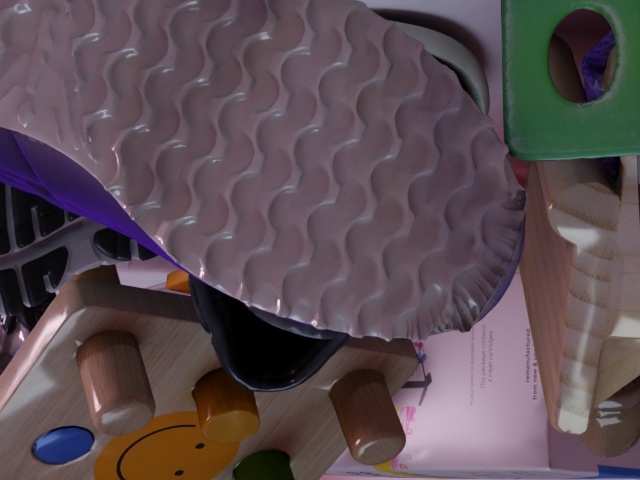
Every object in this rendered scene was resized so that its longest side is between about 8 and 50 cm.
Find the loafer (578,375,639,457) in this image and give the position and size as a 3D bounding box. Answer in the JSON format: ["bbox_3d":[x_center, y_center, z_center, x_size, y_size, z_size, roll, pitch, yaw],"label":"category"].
[{"bbox_3d":[0.130,0.047,0.856,0.056,0.050,0.148,9,-151,11],"label":"loafer"}]

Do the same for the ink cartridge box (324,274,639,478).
[{"bbox_3d":[0.108,0.096,1.415,0.233,0.168,0.171,-4,170,33],"label":"ink cartridge box"}]

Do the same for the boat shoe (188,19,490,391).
[{"bbox_3d":[-0.004,-0.001,0.927,0.127,0.113,0.340,13,160,-13],"label":"boat shoe"}]

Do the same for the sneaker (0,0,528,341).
[{"bbox_3d":[-0.066,-0.054,0.647,0.293,0.102,0.146,23,-179,5],"label":"sneaker"}]

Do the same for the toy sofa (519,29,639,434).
[{"bbox_3d":[0.264,-0.027,0.764,0.363,0.177,0.150,1,-151,0],"label":"toy sofa"}]

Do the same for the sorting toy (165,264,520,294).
[{"bbox_3d":[0.013,-0.015,1.141,0.196,0.047,0.348,18,159,-39],"label":"sorting toy"}]

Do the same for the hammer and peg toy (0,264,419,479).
[{"bbox_3d":[-0.134,0.164,1.200,0.266,0.127,0.361,12,132,-35],"label":"hammer and peg toy"}]

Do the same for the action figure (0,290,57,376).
[{"bbox_3d":[-0.265,0.051,1.292,0.164,0.140,0.276,1,174,8],"label":"action figure"}]

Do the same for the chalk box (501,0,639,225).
[{"bbox_3d":[0.164,-0.061,0.584,0.213,0.132,0.132,-1,171,3],"label":"chalk box"}]

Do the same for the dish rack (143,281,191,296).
[{"bbox_3d":[-0.204,0.124,1.398,0.333,0.072,0.285,-16,-166,-5],"label":"dish rack"}]

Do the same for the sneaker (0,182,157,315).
[{"bbox_3d":[-0.175,-0.008,1.029,0.208,0.081,0.094,-10,-167,-43],"label":"sneaker"}]
